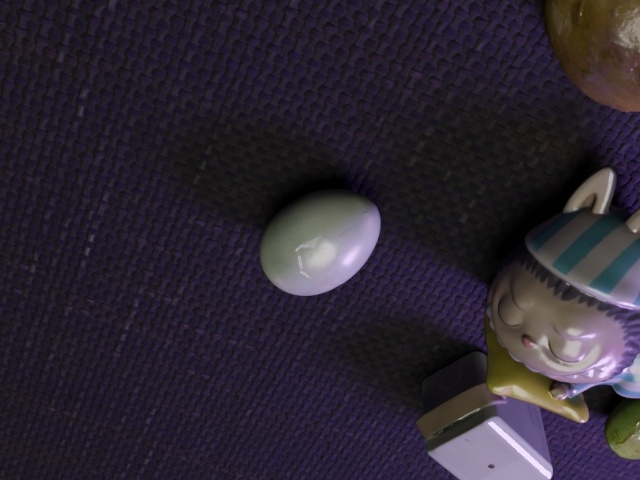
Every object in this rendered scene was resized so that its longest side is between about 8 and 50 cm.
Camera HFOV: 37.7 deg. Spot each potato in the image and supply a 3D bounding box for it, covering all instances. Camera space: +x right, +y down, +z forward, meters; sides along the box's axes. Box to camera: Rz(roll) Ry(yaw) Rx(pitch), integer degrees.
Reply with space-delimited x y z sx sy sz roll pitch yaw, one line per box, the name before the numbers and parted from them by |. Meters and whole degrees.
potato | 0.402 -0.247 1.179 0.299 0.116 0.239 25 150 20

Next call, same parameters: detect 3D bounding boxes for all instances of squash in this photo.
squash | 0.667 0.275 1.668 0.118 0.118 0.370 38 119 -24

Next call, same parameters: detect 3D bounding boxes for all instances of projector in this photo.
projector | 0.291 0.333 1.694 0.163 0.177 0.242 -36 120 25

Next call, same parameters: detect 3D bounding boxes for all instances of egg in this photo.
egg | 0.000 0.000 1.463 0.209 0.151 0.151 -32 120 23

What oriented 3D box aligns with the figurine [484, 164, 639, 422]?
figurine | 0.462 0.082 1.430 0.361 0.266 0.378 8 138 -20
